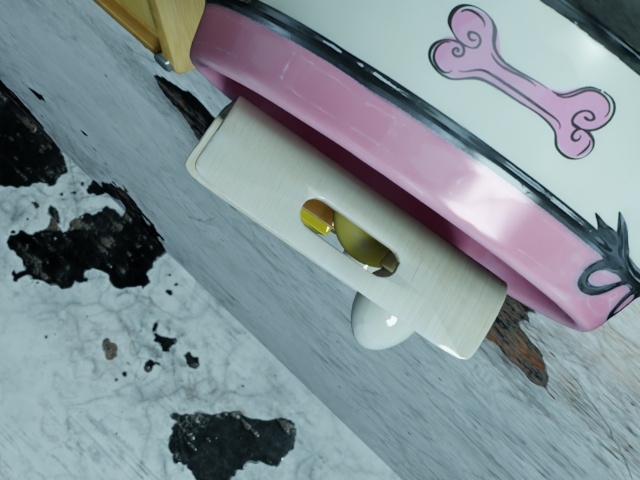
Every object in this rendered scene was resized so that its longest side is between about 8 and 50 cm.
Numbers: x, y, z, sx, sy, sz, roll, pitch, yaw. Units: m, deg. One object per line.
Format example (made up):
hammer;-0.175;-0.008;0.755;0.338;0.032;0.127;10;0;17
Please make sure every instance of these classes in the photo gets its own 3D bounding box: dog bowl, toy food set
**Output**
dog bowl;0.086;-0.089;1.340;0.408;0.150;0.408;34;179;1
toy food set;0.000;0.000;1.388;0.220;0.092;0.306;35;178;-6

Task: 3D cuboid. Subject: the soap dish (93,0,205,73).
soap dish;-0.173;-0.294;1.810;0.229;0.118;0.291;42;167;16
